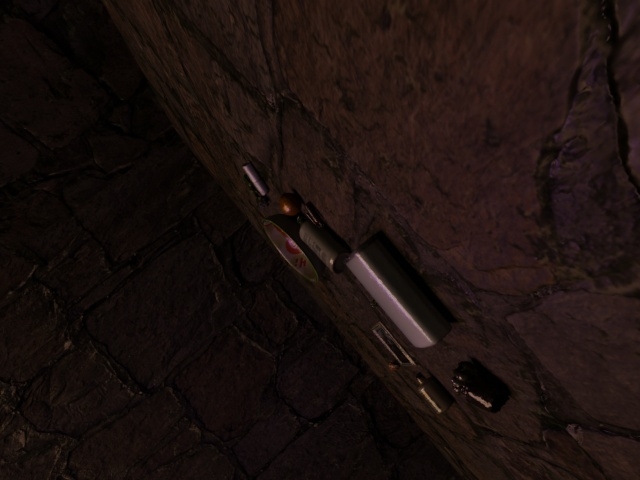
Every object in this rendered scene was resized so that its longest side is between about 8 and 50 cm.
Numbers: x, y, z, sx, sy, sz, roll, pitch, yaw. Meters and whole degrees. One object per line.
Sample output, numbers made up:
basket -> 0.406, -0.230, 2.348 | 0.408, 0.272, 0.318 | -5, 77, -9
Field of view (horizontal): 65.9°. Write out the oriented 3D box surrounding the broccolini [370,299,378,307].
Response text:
broccolini -> 0.201, 0.211, 1.705 | 0.035, 0.030, 0.140 | 42, 165, 6

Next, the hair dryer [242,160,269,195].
hair dryer -> -0.296, -0.280, 2.124 | 0.154, 0.044, 0.183 | 59, 171, -28

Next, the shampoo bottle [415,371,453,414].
shampoo bottle -> 0.415, 0.562, 1.845 | 0.162, 0.079, 0.079 | 49, 170, 14

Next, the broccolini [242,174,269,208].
broccolini -> -0.310, -0.240, 2.317 | 0.216, 0.067, 0.058 | 57, 170, 25

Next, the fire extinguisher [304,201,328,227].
fire extinguisher -> -0.022, -0.075, 1.610 | 0.100, 0.046, 0.032 | 56, -147, 6

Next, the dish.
dish -> -0.078, 0.005, 1.952 | 0.324, 0.124, 0.324 | 43, 163, 17

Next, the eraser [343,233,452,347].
eraser -> 0.185, 0.128, 1.238 | 0.290, 0.104, 0.189 | 50, 166, 3

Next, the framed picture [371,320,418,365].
framed picture -> 0.305, 0.449, 2.112 | 0.232, 0.019, 0.296 | 49, 170, 11

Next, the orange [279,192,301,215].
orange -> -0.103, -0.126, 1.696 | 0.085, 0.085, 0.085 | 49, 170, 12

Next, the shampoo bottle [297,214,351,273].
shampoo bottle -> 0.000, 0.000, 1.655 | 0.234, 0.087, 0.118 | 46, 168, 30

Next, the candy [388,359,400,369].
candy -> 0.351, 0.595, 2.381 | 0.056, 0.049, 0.184 | 6, 171, 4

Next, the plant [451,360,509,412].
plant -> 0.390, 0.363, 1.227 | 0.143, 0.092, 0.094 | 31, 167, 47
